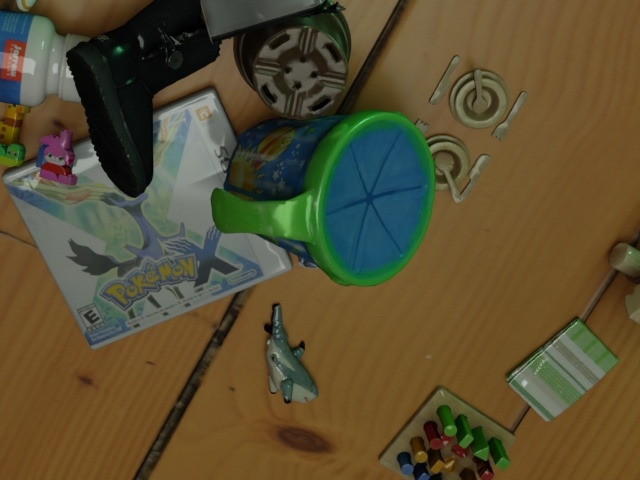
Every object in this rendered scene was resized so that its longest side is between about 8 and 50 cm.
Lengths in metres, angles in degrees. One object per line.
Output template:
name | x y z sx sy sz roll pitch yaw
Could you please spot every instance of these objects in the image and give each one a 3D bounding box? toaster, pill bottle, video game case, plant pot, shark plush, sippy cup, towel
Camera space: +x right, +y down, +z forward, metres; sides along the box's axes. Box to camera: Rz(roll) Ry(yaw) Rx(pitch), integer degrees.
toaster | -0.071 -0.348 1.664 0.186 0.168 0.110 -15 121 9
pill bottle | -0.422 -0.246 1.710 0.221 0.124 0.124 8 110 -8
video game case | -0.246 -0.027 1.859 0.329 0.036 0.300 -22 111 4
plant pot | -0.031 -0.244 1.725 0.167 0.165 0.167 -2 111 -5
shark plush | -0.052 0.175 1.964 0.067 0.073 0.161 -18 92 -19
sippy cup | -0.002 -0.072 1.740 0.305 0.224 0.240 33 76 -46
towel | 0.380 0.203 2.018 0.152 0.023 0.113 -43 111 9

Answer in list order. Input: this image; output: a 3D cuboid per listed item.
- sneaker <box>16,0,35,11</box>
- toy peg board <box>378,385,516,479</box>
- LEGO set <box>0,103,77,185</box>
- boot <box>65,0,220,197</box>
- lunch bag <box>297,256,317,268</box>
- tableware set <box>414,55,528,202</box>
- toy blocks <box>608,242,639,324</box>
sneaker | -0.502 -0.387 1.646 0.321 0.126 0.127 16 103 -13
toy peg board | 0.205 0.343 2.023 0.161 0.079 0.160 34 104 -16
LEGO set | -0.414 -0.152 1.759 0.227 0.087 0.093 16 101 15
boot | -0.216 -0.202 1.729 0.207 0.094 0.246 -36 132 -28
lunch bag | 0.000 0.000 1.873 0.083 0.071 0.053 -34 112 9
tableware set | 0.205 -0.153 1.850 0.128 0.039 0.194 25 107 -14
toy blocks | 0.616 0.064 1.855 0.260 0.309 0.288 27 121 -23
